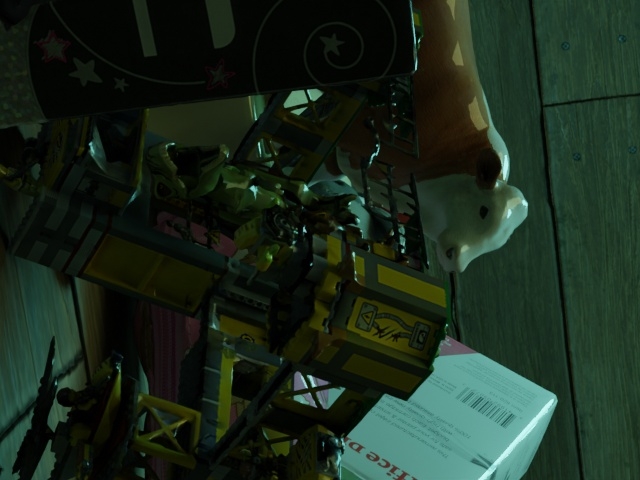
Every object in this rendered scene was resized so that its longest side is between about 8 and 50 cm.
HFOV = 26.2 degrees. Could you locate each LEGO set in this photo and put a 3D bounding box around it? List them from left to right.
[{"bbox_3d":[-0.074,-0.015,0.729,0.255,0.192,0.331,-48,-151,44],"label":"LEGO set"}]

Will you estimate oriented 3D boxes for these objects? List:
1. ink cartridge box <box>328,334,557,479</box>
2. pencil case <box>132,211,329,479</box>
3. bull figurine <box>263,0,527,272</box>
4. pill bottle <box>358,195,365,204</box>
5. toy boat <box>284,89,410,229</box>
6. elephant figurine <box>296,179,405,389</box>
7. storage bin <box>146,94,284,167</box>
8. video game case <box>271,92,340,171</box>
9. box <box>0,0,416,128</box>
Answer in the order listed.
[{"bbox_3d":[0.085,0.212,1.418,0.283,0.207,0.117,-32,145,-51],"label":"ink cartridge box"},{"bbox_3d":[-0.060,0.153,0.966,0.167,0.160,0.386,104,-16,-51],"label":"pencil case"},{"bbox_3d":[0.050,-0.117,1.048,0.101,0.188,0.310,62,22,-74],"label":"bull figurine"},{"bbox_3d":[0.017,0.098,1.841,0.169,0.169,0.301,76,7,-55],"label":"pill bottle"},{"bbox_3d":[-0.015,-0.047,1.600,0.318,0.148,0.267,15,64,-47],"label":"toy boat"},{"bbox_3d":[0.000,0.000,1.393,0.239,0.169,0.186,-40,129,-44],"label":"elephant figurine"},{"bbox_3d":[-0.109,-0.194,1.134,0.260,0.123,0.262,-77,160,-77],"label":"storage bin"},{"bbox_3d":[-0.026,-0.077,1.234,0.026,0.274,0.196,46,15,-12],"label":"video game case"},{"bbox_3d":[-0.092,-0.128,0.527,0.163,0.247,0.142,-82,164,-69],"label":"box"}]
